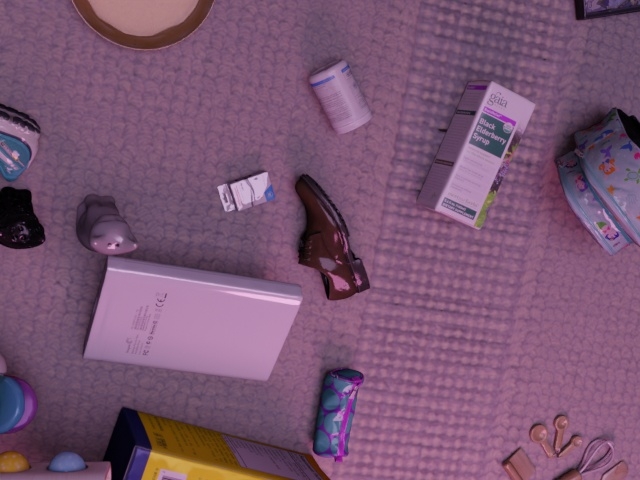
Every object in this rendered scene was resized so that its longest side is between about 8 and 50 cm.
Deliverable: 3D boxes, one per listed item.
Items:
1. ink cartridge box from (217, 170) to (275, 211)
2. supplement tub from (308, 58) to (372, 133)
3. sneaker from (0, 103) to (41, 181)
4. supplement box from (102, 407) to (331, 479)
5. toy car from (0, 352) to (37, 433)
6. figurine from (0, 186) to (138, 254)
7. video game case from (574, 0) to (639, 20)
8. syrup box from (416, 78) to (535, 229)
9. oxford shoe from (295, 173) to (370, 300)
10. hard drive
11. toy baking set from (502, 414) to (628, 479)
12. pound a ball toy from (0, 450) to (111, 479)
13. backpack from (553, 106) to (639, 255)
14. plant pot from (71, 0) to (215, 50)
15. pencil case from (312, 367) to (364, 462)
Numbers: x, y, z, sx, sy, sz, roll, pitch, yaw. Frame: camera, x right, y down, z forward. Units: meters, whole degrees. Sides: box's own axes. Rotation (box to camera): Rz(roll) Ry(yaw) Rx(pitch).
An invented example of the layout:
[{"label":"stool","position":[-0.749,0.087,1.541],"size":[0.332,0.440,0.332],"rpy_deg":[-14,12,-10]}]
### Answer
[{"label":"ink cartridge box","position":[-0.121,-0.079,1.726],"size":[0.083,0.028,0.048],"rpy_deg":[-20,103,-12]},{"label":"supplement tub","position":[0.032,-0.236,1.726],"size":[0.071,0.071,0.107],"rpy_deg":[-30,106,-10]},{"label":"sneaker","position":[-0.554,-0.169,1.548],"size":[0.275,0.107,0.110],"rpy_deg":[22,101,-18]},{"label":"supplement box","position":[-0.172,0.428,1.702],"size":[0.357,0.194,0.195],"rpy_deg":[18,93,-18]},{"label":"toy car","position":[-0.498,0.244,1.587],"size":[0.136,0.182,0.159],"rpy_deg":[15,79,-23]},{"label":"figurine","position":[-0.380,-0.018,1.562],"size":[0.215,0.209,0.092],"rpy_deg":[4,97,-18]},{"label":"video game case","position":[0.554,-0.542,1.854],"size":[0.248,0.035,0.274],"rpy_deg":[-11,101,-15]},{"label":"syrup box","position":[0.263,-0.148,1.797],"size":[0.093,0.096,0.236],"rpy_deg":[23,92,-18]},{"label":"oxford shoe","position":[0.000,0.000,1.749],"size":[0.096,0.083,0.227],"rpy_deg":[-25,104,-7]},{"label":"hard drive","position":[-0.205,0.130,1.678],"size":[0.308,0.040,0.203],"rpy_deg":[9,128,-18]},{"label":"toy baking set","position":[0.463,0.442,1.982],"size":[0.256,0.030,0.196],"rpy_deg":[29,89,-19]},{"label":"pound a ball toy","position":[-0.465,0.362,1.519],"size":[0.319,0.208,0.135],"rpy_deg":[1,91,-6]},{"label":"backpack","position":[0.524,-0.087,1.805],"size":[0.191,0.253,0.225],"rpy_deg":[-37,109,12]},{"label":"plant pot","position":[-0.275,-0.413,1.627],"size":[0.236,0.032,0.236],"rpy_deg":[-3,100,-16]},{"label":"pencil case","position":[0.030,0.297,1.808],"size":[0.064,0.070,0.151],"rpy_deg":[6,99,-34]}]
